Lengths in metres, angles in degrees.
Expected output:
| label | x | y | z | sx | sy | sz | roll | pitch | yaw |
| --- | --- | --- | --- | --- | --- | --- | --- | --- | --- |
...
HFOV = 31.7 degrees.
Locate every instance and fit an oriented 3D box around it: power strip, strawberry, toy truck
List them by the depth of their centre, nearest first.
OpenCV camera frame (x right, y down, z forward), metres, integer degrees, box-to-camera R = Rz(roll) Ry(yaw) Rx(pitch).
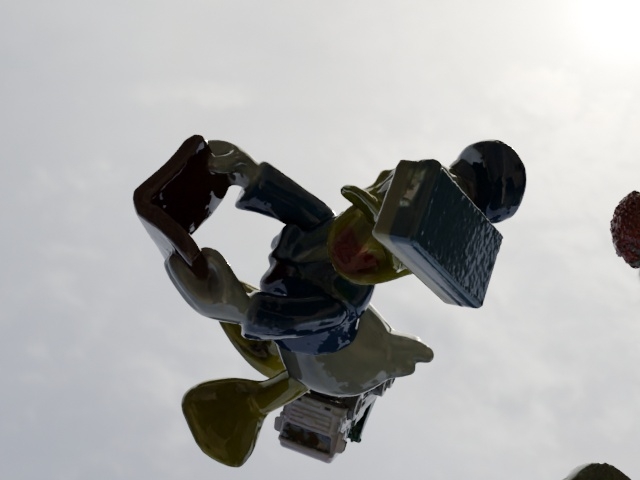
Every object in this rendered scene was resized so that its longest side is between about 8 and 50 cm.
| label | x | y | z | sx | sy | sz | roll | pitch | yaw |
| --- | --- | --- | --- | --- | --- | --- | --- | --- | --- |
| power strip | 0.075 | -0.003 | 0.706 | 0.032 | 0.123 | 0.056 | 9 | -108 | 32 |
| strawberry | 0.398 | -0.015 | 1.395 | 0.083 | 0.083 | 0.096 | -1 | -120 | -4 |
| toy truck | 0.018 | 0.210 | 1.438 | 0.110 | 0.116 | 0.216 | 16 | -165 | 15 |

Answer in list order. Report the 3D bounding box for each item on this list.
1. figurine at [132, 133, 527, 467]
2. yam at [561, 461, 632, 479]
| label | x | y | z | sx | sy | sz | roll | pitch | yaw |
| --- | --- | --- | --- | --- | --- | --- | --- | --- | --- |
| figurine | 0.000 | 0.000 | 0.855 | 0.338 | 0.283 | 0.205 | -31 | -142 | 29 |
| yam | 0.308 | 0.455 | 1.533 | 0.133 | 0.133 | 0.330 | 31 | -118 | 29 |
